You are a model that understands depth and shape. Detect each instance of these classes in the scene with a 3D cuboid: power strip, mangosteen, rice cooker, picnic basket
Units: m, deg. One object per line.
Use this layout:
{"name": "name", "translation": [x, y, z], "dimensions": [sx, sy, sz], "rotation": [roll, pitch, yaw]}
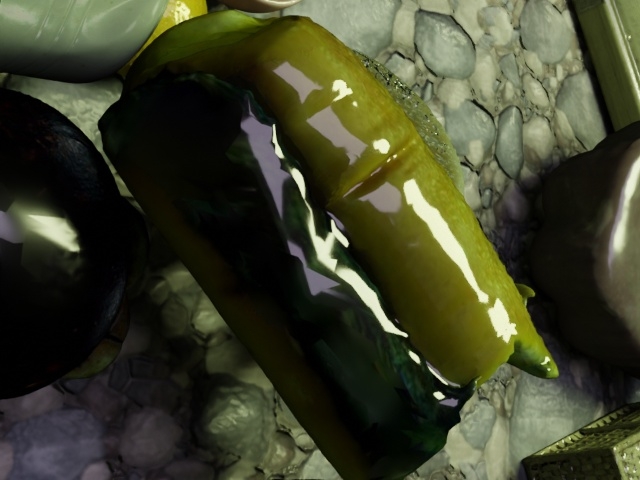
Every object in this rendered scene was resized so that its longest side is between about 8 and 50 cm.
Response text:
{"name": "power strip", "translation": [0.372, -0.223, 1.475], "dimensions": [0.092, 0.066, 0.387], "rotation": [-16, 87, -41]}
{"name": "mangosteen", "translation": [-0.227, 0.003, 0.864], "dimensions": [0.243, 0.243, 0.243], "rotation": [10, 73, -36]}
{"name": "rice cooker", "translation": [-0.231, -0.230, 0.851], "dimensions": [0.244, 0.226, 0.226], "rotation": [3, 77, -36]}
{"name": "picnic basket", "translation": [0.342, 0.266, 1.286], "dimensions": [0.196, 0.134, 0.154], "rotation": [-16, 86, -40]}

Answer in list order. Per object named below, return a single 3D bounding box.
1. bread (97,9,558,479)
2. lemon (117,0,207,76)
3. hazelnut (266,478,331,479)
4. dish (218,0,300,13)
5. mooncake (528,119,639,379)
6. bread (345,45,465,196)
{"name": "bread", "translation": [0.000, 0.000, 0.900], "dimensions": [0.208, 0.251, 0.376], "rotation": [-41, 105, -8]}
{"name": "lemon", "translation": [-0.150, -0.190, 1.028], "dimensions": [0.133, 0.109, 0.109], "rotation": [19, 68, -18]}
{"name": "hazelnut", "translation": [0.004, 0.288, 0.977], "dimensions": [0.261, 0.241, 0.261], "rotation": [-16, 121, -28]}
{"name": "dish", "translation": [-0.070, -0.303, 1.130], "dimensions": [0.213, 0.090, 0.213], "rotation": [11, 71, -34]}
{"name": "mooncake", "translation": [0.374, 0.016, 1.336], "dimensions": [0.306, 0.154, 0.306], "rotation": [2, 87, -29]}
{"name": "bread", "translation": [0.029, -0.094, 1.123], "dimensions": [0.267, 0.040, 0.267], "rotation": [22, 44, -22]}
